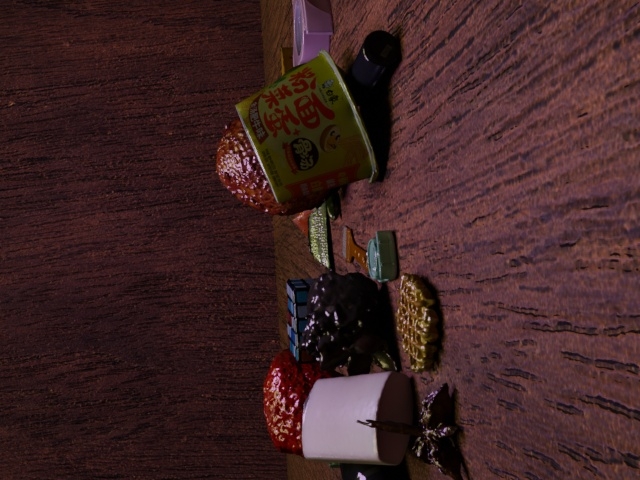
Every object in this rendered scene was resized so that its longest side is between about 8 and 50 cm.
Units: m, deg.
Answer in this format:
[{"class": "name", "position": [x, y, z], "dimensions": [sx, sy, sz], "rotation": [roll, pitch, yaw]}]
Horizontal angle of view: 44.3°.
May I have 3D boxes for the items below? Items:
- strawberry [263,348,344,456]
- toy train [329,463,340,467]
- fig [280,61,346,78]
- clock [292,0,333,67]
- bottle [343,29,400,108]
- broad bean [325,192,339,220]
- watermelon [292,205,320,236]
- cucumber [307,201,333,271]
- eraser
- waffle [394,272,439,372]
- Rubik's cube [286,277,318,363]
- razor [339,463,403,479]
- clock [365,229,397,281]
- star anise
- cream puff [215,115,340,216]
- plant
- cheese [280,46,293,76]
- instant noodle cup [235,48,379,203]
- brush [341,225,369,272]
[{"class": "strawberry", "position": [-0.034, 0.400, 1.979], "dimensions": [0.257, 0.257, 0.276], "rotation": [163, 87, -80]}, {"class": "toy train", "position": [0.064, 0.559, 2.068], "dimensions": [0.050, 0.081, 0.122], "rotation": [-96, 8, -56]}, {"class": "fig", "position": [-0.021, -0.354, 1.916], "dimensions": [0.191, 0.181, 0.181], "rotation": [27, 132, 28]}, {"class": "clock", "position": [-0.035, -0.626, 2.246], "dimensions": [0.275, 0.080, 0.290], "rotation": [106, 159, -63]}, {"class": "bottle", "position": [0.094, -0.338, 1.573], "dimensions": [0.082, 0.072, 0.244], "rotation": [43, 166, 2]}, {"class": "broad bean", "position": [0.022, -0.131, 2.202], "dimensions": [0.227, 0.039, 0.069], "rotation": [-108, 23, -59]}, {"class": "watermelon", "position": [-0.039, -0.060, 2.430], "dimensions": [0.125, 0.094, 0.135], "rotation": [-169, 71, -72]}, {"class": "cucumber", "position": [0.000, 0.000, 2.317], "dimensions": [0.046, 0.070, 0.220], "rotation": [36, -134, -63]}, {"class": "eraser", "position": [0.069, 0.361, 1.590], "dimensions": [0.270, 0.095, 0.174], "rotation": [-22, 55, 56]}, {"class": "waffle", "position": [0.171, 0.145, 1.394], "dimensions": [0.191, 0.038, 0.191], "rotation": [177, 90, -81]}, {"class": "Rubik's cube", "position": [0.017, 0.186, 1.897], "dimensions": [0.187, 0.184, 0.182], "rotation": [-154, 61, -81]}, {"class": "razor", "position": [0.100, 0.487, 1.718], "dimensions": [0.349, 0.114, 0.204], "rotation": [-108, 15, -57]}, {"class": "clock", "position": [0.124, 0.039, 1.628], "dimensions": [0.135, 0.041, 0.101], "rotation": [123, 143, -75]}, {"class": "star anise", "position": [0.151, 0.317, 1.283], "dimensions": [0.140, 0.144, 0.158], "rotation": [145, 123, -70]}, {"class": "cream puff", "position": [-0.111, -0.228, 2.048], "dimensions": [0.228, 0.351, 0.350], "rotation": [87, 175, -63]}, {"class": "plant", "position": [0.053, 0.193, 1.691], "dimensions": [0.178, 0.204, 0.234], "rotation": [87, 179, -63]}, {"class": "cheese", "position": [-0.076, -0.535, 2.480], "dimensions": [0.126, 0.093, 0.171], "rotation": [104, 161, -70]}, {"class": "instant noodle cup", "position": [-0.035, -0.223, 1.683], "dimensions": [0.311, 0.222, 0.311], "rotation": [156, 90, -88]}, {"class": "brush", "position": [0.088, 0.029, 1.929], "dimensions": [0.314, 0.017, 0.090], "rotation": [-135, 42, -75]}]
